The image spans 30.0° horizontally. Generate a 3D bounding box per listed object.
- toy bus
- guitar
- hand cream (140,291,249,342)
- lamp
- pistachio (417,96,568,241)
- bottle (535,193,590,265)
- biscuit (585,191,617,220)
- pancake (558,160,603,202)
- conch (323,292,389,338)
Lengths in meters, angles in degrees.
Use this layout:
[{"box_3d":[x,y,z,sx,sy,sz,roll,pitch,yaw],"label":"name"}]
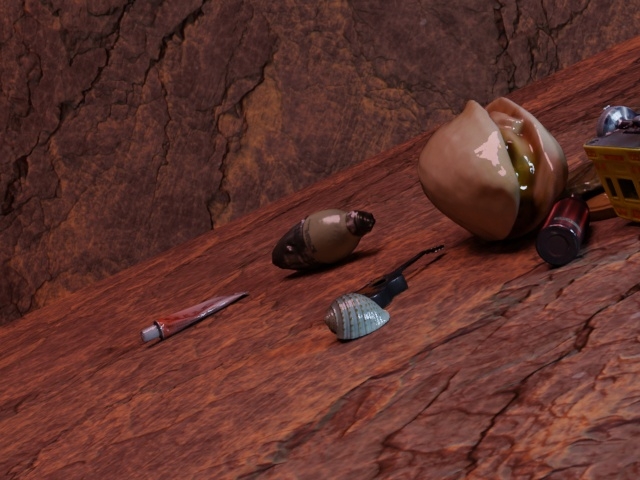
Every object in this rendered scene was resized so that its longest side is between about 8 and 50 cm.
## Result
[{"box_3d":[0.515,-0.152,1.539,0.330,0.152,0.144,-29,16,-15],"label":"toy bus"},{"box_3d":[0.114,0.057,1.785,0.088,0.025,0.233,-15,13,48],"label":"guitar"},{"box_3d":[-0.234,0.137,2.219,0.216,0.038,0.052,-25,36,-25],"label":"hand cream"},{"box_3d":[0.000,0.000,2.167,0.250,0.101,0.101,-26,6,44],"label":"lamp"},{"box_3d":[0.254,-0.098,1.769,0.193,0.214,0.318,-6,17,-10],"label":"pistachio"},{"box_3d":[0.323,-0.017,1.571,0.060,0.060,0.164,-20,10,25],"label":"bottle"},{"box_3d":[0.426,-0.063,1.663,0.140,0.023,0.118,-17,12,41],"label":"biscuit"},{"box_3d":[0.437,-0.113,1.792,0.222,0.042,0.236,-33,4,-30],"label":"pancake"},{"box_3d":[0.047,0.100,1.628,0.085,0.057,0.076,-26,22,-4],"label":"conch"}]
